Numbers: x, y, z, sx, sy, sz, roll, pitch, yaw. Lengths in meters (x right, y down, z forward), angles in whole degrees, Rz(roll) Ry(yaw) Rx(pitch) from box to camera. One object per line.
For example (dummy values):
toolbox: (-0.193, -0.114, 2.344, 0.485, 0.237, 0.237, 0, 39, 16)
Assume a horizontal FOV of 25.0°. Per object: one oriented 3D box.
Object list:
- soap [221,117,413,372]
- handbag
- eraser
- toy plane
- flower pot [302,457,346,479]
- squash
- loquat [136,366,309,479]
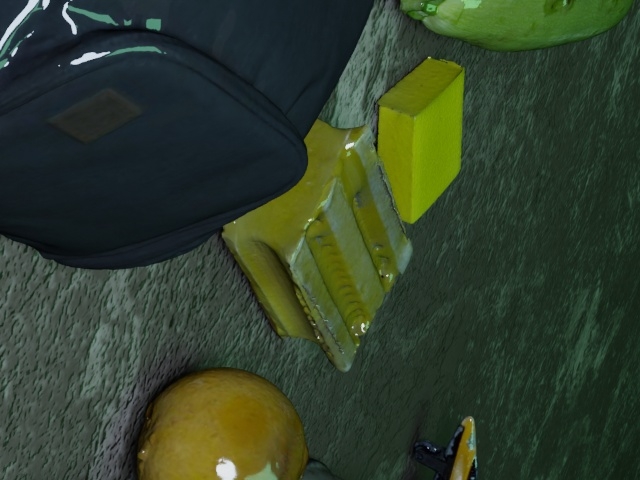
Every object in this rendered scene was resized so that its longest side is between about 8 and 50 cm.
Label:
soap: (0.001, 0.001, 1.182, 0.135, 0.076, 0.233, -59, 155, -17)
handbag: (-0.106, -0.096, 0.765, 0.275, 0.178, 0.302, -65, 155, -5)
eraser: (0.090, -0.092, 1.316, 0.097, 0.045, 0.122, -46, 146, -39)
toy plane: (0.131, 0.335, 1.703, 0.204, 0.103, 0.316, -33, 132, -53)
flower pot: (0.057, 0.401, 1.332, 0.293, 0.330, 0.293, -42, 144, -40)
squash: (0.192, -0.229, 1.322, 0.370, 0.118, 0.118, -20, 129, -55)
loquat: (-0.076, 0.169, 1.101, 0.141, 0.141, 0.141, -44, 147, -40)
